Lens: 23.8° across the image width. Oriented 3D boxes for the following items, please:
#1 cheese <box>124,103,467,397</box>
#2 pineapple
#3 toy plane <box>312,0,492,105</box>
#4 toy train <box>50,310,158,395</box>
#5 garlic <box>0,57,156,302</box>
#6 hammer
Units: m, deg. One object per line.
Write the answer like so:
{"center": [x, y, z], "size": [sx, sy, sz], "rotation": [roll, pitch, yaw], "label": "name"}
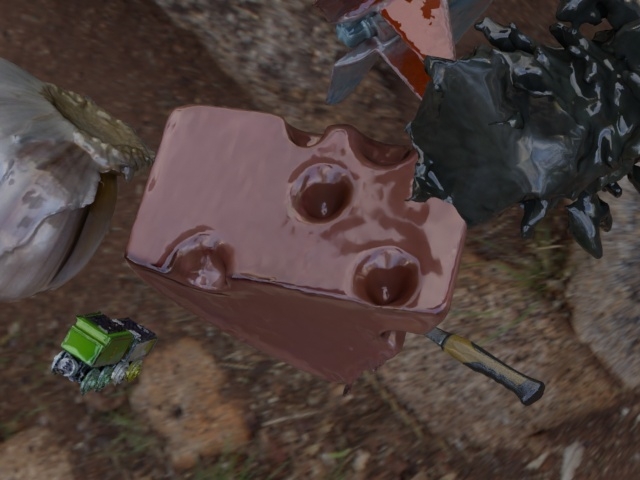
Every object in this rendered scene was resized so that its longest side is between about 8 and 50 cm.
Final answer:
{"center": [-0.025, -0.002, 0.941], "size": [0.177, 0.203, 0.128], "rotation": [19, 69, -11], "label": "cheese"}
{"center": [0.167, -0.080, 0.662], "size": [0.279, 0.158, 0.157], "rotation": [-15, 86, -17], "label": "pineapple"}
{"center": [0.121, -0.208, 0.895], "size": [0.104, 0.223, 0.326], "rotation": [41, 78, 15], "label": "toy plane"}
{"center": [-0.242, 0.123, 1.724], "size": [0.060, 0.202, 0.081], "rotation": [31, 96, 10], "label": "toy train"}
{"center": [-0.228, -0.041, 1.210], "size": [0.207, 0.256, 0.207], "rotation": [1, 73, -3], "label": "garlic"}
{"center": [0.131, 0.099, 1.460], "size": [0.201, 0.021, 0.078], "rotation": [28, 71, 33], "label": "hammer"}
